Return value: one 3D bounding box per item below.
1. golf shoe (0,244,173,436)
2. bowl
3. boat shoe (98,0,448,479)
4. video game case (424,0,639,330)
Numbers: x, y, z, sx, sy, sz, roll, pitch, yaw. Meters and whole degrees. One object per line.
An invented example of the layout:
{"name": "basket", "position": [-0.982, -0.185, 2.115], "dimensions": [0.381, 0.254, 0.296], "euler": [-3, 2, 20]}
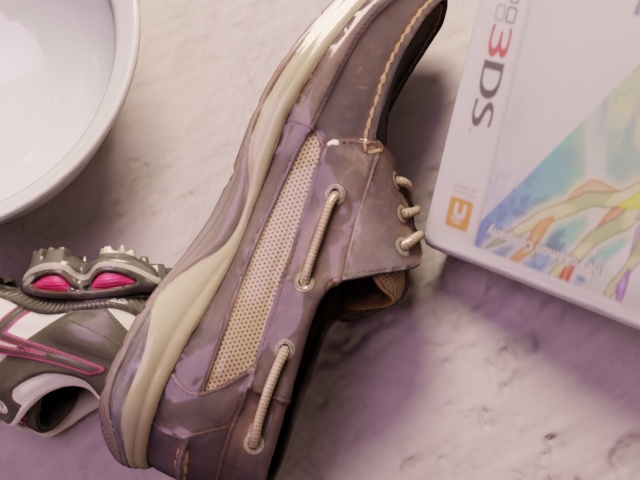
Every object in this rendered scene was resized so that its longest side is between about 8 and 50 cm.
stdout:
{"name": "golf shoe", "position": [-0.223, 0.073, 1.076], "dimensions": [0.273, 0.105, 0.120], "euler": [-5, 76, 29]}
{"name": "bowl", "position": [-0.265, -0.120, 1.129], "dimensions": [0.298, 0.134, 0.297], "euler": [-1, 71, 3]}
{"name": "boat shoe", "position": [0.000, 0.000, 0.981], "dimensions": [0.130, 0.132, 0.355], "euler": [28, 82, 9]}
{"name": "video game case", "position": [0.206, -0.096, 0.837], "dimensions": [0.329, 0.036, 0.300], "euler": [23, 104, 46]}
